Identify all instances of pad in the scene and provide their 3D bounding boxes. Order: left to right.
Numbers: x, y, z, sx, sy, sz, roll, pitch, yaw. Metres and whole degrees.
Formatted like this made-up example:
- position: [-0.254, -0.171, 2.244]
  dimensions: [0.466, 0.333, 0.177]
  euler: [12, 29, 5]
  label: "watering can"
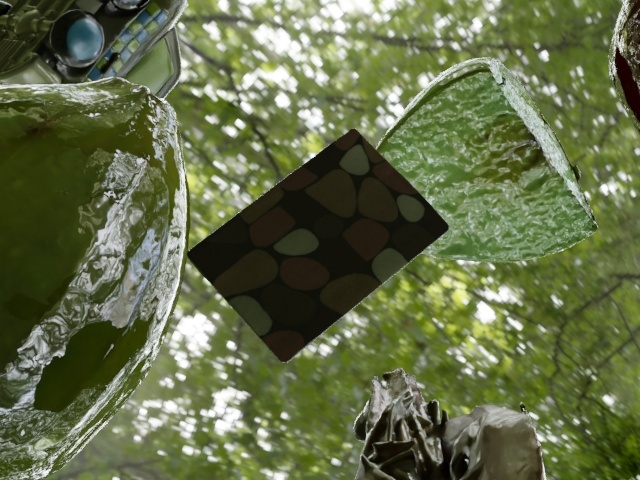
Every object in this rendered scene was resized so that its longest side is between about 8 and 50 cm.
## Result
- position: [0.000, 0.000, 1.244]
  dimensions: [0.235, 0.003, 0.158]
  euler: [-38, -108, -19]
  label: "pad"

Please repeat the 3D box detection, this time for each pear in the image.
- position: [0.177, -0.089, 1.523]
  dimensions: [0.239, 0.288, 0.139]
  euler: [-31, -149, 17]
  label: "pear"

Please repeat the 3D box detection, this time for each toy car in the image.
- position: [-0.245, -0.213, 1.342]
  dimensions: [0.204, 0.198, 0.248]
  euler: [16, -115, 47]
  label: "toy car"

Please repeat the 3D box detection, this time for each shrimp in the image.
- position: [0.054, 0.119, 0.560]
  dimensions: [0.287, 0.062, 0.152]
  euler: [-87, -158, -62]
  label: "shrimp"

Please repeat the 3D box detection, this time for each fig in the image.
- position: [-0.162, 0.007, 0.567]
  dimensions: [0.203, 0.203, 0.225]
  euler: [27, -107, 32]
  label: "fig"

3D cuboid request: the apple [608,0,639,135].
- position: [0.395, -0.172, 1.046]
  dimensions: [0.288, 0.317, 0.288]
  euler: [0, -96, -5]
  label: "apple"
